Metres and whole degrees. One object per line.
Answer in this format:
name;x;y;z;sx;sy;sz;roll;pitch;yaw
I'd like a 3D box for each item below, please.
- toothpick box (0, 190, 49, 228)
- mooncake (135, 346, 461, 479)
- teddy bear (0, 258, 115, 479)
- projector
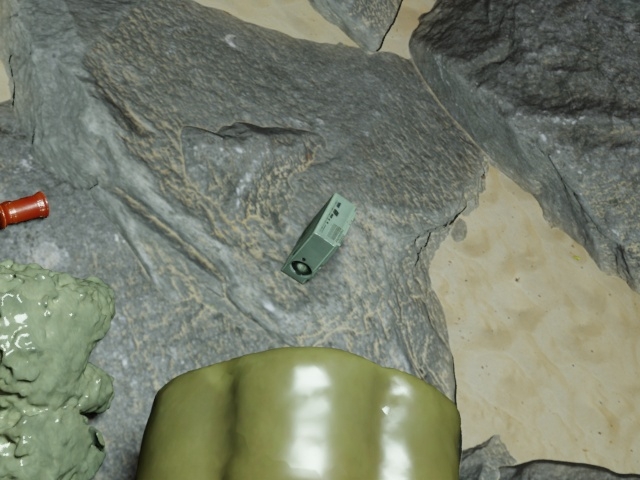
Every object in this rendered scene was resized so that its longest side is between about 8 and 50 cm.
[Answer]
toothpick box;-0.496;-0.050;1.640;0.083;0.047;0.047;-18;70;-35
mooncake;-0.026;0.351;1.387;0.466;0.467;0.262;19;50;-17
teddy bear;-0.440;0.207;1.421;0.357;0.224;0.368;14;78;-46
projector;0.000;0.000;1.807;0.061;0.147;0.115;34;51;-5
